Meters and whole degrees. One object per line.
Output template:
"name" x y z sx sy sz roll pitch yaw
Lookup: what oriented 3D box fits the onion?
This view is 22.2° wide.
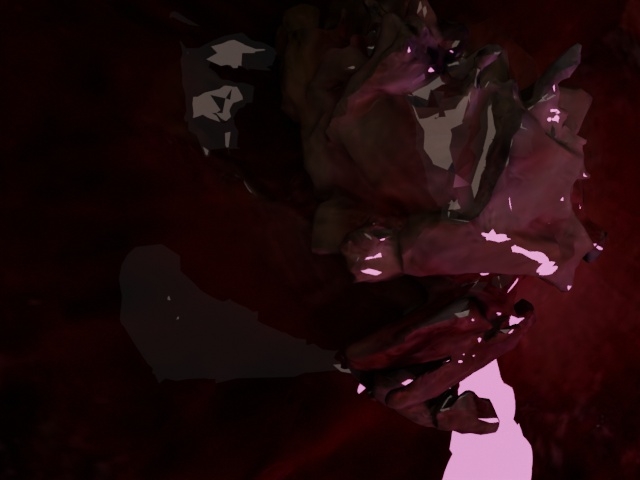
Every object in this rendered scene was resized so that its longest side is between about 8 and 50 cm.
"onion" 0.000 0.000 0.510 0.348 0.285 0.347 2 84 -17
